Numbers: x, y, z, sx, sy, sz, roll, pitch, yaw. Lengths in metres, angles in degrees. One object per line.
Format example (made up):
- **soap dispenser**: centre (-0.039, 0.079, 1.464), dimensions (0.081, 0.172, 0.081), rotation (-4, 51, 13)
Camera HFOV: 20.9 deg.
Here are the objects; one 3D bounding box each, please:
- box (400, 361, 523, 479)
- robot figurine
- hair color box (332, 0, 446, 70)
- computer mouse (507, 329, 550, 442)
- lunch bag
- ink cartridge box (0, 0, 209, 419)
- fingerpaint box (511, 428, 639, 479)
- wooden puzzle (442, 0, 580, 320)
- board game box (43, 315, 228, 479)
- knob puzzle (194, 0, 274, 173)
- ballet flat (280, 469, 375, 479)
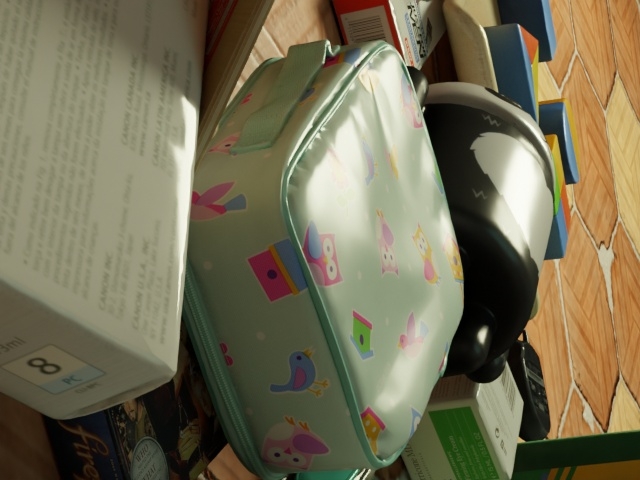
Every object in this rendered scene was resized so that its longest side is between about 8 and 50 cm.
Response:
- **box**: centre (0.112, 0.140, 1.463), dimensions (0.102, 0.087, 0.101), rotation (-71, 145, -49)
- **robot figurine**: centre (0.096, -0.008, 1.360), dimensions (0.278, 0.174, 0.209), rotation (-68, 179, -52)
- **hair color box**: centre (0.066, -0.205, 1.532), dimensions (0.167, 0.053, 0.093), rotation (-60, 136, -60)
- **computer mouse**: centre (0.192, 0.093, 1.764), dimensions (0.071, 0.041, 0.242), rotation (39, 39, -57)
- **lunch bag**: centre (0.000, 0.000, 1.096), dimensions (0.279, 0.108, 0.224), rotation (-60, 133, -60)
- **ink cartridge box**: centre (-0.212, -0.130, 0.802), dimensions (0.385, 0.091, 0.308), rotation (34, 46, -39)
- **fingerpaint box**: centre (0.379, 0.347, 1.562), dimensions (0.163, 0.445, 0.371), rotation (16, 67, -65)
- **wooden puzzle**: centre (0.199, -0.136, 1.716), dimensions (0.348, 0.081, 0.322), rotation (-74, 152, -62)
- **board game box**: centre (-0.096, 0.052, 1.040), dimensions (0.243, 0.042, 0.165), rotation (-44, 122, -64)
- **knob puzzle**: centre (-0.076, -0.118, 0.996), dimensions (0.030, 0.213, 0.213), rotation (23, 55, -30)
- **ballet flat**: centre (-0.014, 0.192, 1.163), dimensions (0.213, 0.072, 0.068), rotation (-40, 148, -63)
